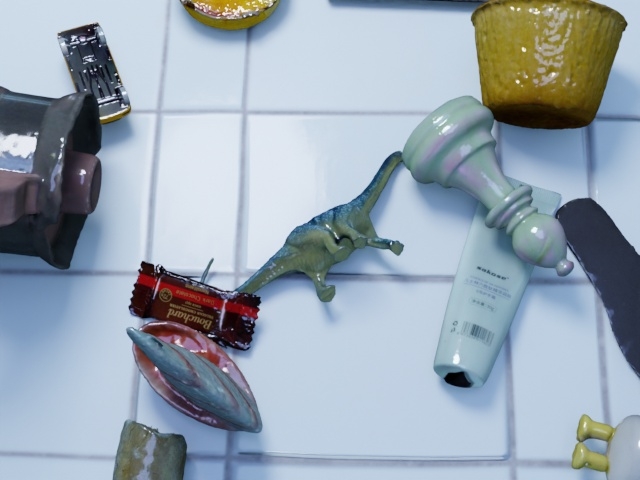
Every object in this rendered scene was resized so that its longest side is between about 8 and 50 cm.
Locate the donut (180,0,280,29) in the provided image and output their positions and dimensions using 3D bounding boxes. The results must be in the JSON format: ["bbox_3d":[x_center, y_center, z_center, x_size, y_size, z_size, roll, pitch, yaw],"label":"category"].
[{"bbox_3d":[-0.138,-0.382,1.365,0.181,0.078,0.146,-8,73,-9],"label":"donut"}]

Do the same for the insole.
[{"bbox_3d":[0.420,0.075,1.235,0.110,0.012,0.309,-28,73,-7],"label":"insole"}]

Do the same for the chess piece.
[{"bbox_3d":[0.240,-0.057,1.211,0.139,0.139,0.272,-36,74,-10],"label":"chess piece"}]

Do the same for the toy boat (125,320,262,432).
[{"bbox_3d":[-0.156,0.155,1.076,0.206,0.282,0.096,39,78,13],"label":"toy boat"}]

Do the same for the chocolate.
[{"bbox_3d":[-0.171,0.088,1.222,0.182,0.028,0.086,15,99,13],"label":"chocolate"}]

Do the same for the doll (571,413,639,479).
[{"bbox_3d":[0.463,0.287,1.117,0.293,0.119,0.138,12,66,11],"label":"doll"}]

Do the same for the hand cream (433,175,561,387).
[{"bbox_3d":[0.234,0.050,1.228,0.109,0.067,0.321,20,68,8],"label":"hand cream"}]

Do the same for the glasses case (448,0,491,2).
[{"bbox_3d":[0.157,-0.417,1.377,0.299,0.060,0.114,3,69,2],"label":"glasses case"}]

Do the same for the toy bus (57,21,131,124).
[{"bbox_3d":[-0.328,-0.234,1.317,0.069,0.074,0.162,-18,70,-13],"label":"toy bus"}]

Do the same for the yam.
[{"bbox_3d":[-0.221,0.355,1.112,0.093,0.093,0.259,5,71,2],"label":"yam"}]

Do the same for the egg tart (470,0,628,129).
[{"bbox_3d":[0.307,-0.251,1.256,0.215,0.215,0.171,8,87,4],"label":"egg tart"}]

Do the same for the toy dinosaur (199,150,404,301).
[{"bbox_3d":[0.009,0.003,1.231,0.363,0.076,0.147,-36,41,-8],"label":"toy dinosaur"}]

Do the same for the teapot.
[{"bbox_3d":[-0.469,-0.091,1.133,0.361,0.376,0.306,6,103,-5],"label":"teapot"}]
